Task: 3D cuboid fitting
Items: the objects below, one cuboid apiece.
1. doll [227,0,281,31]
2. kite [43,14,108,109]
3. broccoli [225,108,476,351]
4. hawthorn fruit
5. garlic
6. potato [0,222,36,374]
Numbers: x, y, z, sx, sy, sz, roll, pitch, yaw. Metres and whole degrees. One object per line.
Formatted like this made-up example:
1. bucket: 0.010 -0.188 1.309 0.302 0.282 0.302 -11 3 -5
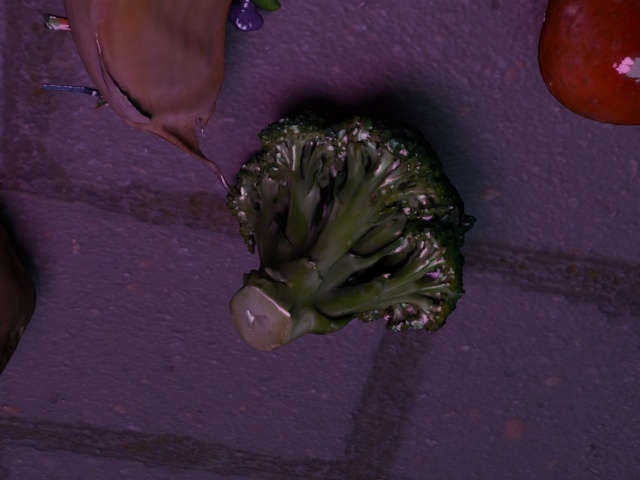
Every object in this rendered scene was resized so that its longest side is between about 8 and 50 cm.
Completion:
1. doll: -0.113 -0.262 1.082 0.190 0.050 0.115 12 118 -5
2. kite: -0.194 -0.199 1.152 0.160 0.010 0.183 11 127 -8
3. broccoli: 0.000 0.000 1.161 0.269 0.269 0.254 -19 113 14
4. hawthorn fruit: 0.283 -0.185 1.064 0.172 0.173 0.173 0 128 0
5. garlic: -0.134 -0.206 1.011 0.196 0.151 0.339 12 111 -10
6. potato: -0.456 0.040 1.206 0.326 0.221 0.243 38 121 -21
